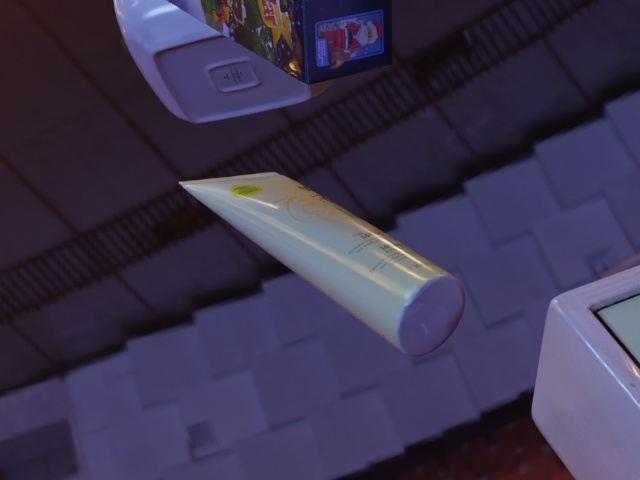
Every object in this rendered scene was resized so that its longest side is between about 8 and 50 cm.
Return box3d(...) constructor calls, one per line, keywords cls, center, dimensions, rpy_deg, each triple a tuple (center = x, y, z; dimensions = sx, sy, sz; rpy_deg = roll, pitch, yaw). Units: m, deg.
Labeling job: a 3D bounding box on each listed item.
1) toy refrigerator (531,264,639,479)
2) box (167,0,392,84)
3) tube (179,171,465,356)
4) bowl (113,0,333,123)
box3d(cls="toy refrigerator", center=(0.201, 0.120, 0.523), dimensions=(0.102, 0.269, 0.094), rpy_deg=(-18, -44, -17))
box3d(cls="box", center=(-0.030, -0.201, 0.558), dimensions=(0.044, 0.159, 0.233), rpy_deg=(-15, -61, -24))
box3d(cls="tube", center=(0.000, 0.000, 0.932), dimensions=(0.062, 0.240, 0.070), rpy_deg=(-49, -44, -7))
box3d(cls="bowl", center=(-0.059, -0.130, 0.884), dimensions=(0.142, 0.053, 0.142), rpy_deg=(-10, -29, 9))
